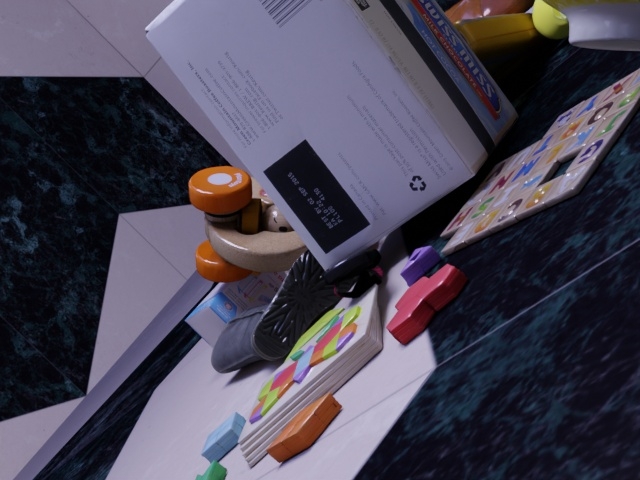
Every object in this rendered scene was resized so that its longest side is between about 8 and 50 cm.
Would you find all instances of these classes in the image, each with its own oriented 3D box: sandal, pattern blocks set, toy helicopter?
[{"bbox_3d":[0.038,0.041,1.057,0.067,0.040,0.179,-32,-4,6],"label":"sandal"},{"bbox_3d":[-0.006,0.123,0.940,0.325,0.026,0.285,-45,7,2],"label":"pattern blocks set"},{"bbox_3d":[-0.007,-0.056,1.376,0.355,0.235,0.140,-43,-40,-49],"label":"toy helicopter"}]

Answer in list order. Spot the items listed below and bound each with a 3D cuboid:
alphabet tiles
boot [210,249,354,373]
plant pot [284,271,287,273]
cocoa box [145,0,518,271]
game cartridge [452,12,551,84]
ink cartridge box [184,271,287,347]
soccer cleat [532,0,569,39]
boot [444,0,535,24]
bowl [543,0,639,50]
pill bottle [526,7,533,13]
[{"bbox_3d":[0.207,-0.072,0.924,0.198,0.009,0.237,-49,9,-29],"label":"alphabet tiles"},{"bbox_3d":[-0.051,0.090,1.248,0.189,0.076,0.208,-45,0,-19],"label":"boot"},{"bbox_3d":[-0.067,-0.010,1.731,0.109,0.096,0.109,-43,7,16],"label":"plant pot"},{"bbox_3d":[0.023,-0.190,1.142,0.231,0.347,0.228,-34,6,32],"label":"cocoa box"},{"bbox_3d":[0.175,-0.211,1.392,0.285,0.052,0.324,-40,-11,34],"label":"game cartridge"},{"bbox_3d":[-0.104,0.087,1.409,0.143,0.092,0.090,-50,10,-34],"label":"ink cartridge box"},{"bbox_3d":[0.346,-0.321,1.221,0.121,0.093,0.289,-56,11,-27],"label":"soccer cleat"},{"bbox_3d":[0.229,-0.353,1.503,0.280,0.096,0.264,-40,28,23],"label":"boot"},{"bbox_3d":[0.267,-0.236,0.798,0.289,0.290,0.155,-114,27,-82],"label":"bowl"},{"bbox_3d":[0.404,-0.516,1.699,0.283,0.161,0.161,-49,8,-31],"label":"pill bottle"}]
